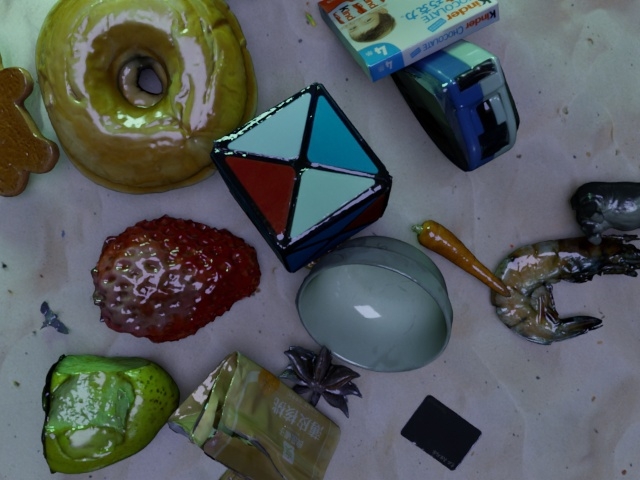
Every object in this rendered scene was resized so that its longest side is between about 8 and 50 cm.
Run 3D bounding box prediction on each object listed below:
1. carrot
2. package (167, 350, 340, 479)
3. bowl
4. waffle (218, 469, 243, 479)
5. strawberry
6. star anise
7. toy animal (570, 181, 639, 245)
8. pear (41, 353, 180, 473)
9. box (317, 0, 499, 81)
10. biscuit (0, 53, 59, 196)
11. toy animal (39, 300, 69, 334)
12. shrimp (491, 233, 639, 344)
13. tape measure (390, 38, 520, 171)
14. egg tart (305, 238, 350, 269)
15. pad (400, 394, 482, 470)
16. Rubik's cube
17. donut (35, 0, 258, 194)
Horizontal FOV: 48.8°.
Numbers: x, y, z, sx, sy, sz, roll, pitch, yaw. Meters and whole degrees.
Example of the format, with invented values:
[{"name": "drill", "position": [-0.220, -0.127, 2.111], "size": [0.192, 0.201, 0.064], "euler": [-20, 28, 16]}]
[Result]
[{"name": "carrot", "position": [0.305, 0.035, 1.496], "size": [0.257, 0.061, 0.061], "euler": [34, 91, 0]}, {"name": "package", "position": [-0.114, 0.404, 1.402], "size": [0.221, 0.165, 0.311], "euler": [-45, 118, 0]}, {"name": "bowl", "position": [0.121, 0.112, 1.412], "size": [0.307, 0.163, 0.307], "euler": [13, 132, 14]}, {"name": "waffle", "position": [-0.201, 0.563, 1.527], "size": [0.092, 0.021, 0.135], "euler": [43, 91, -5]}, {"name": "strawberry", "position": [-0.289, 0.077, 1.421], "size": [0.336, 0.149, 0.265], "euler": [-10, 93, -5]}, {"name": "star anise", "position": [0.006, 0.287, 1.480], "size": [0.205, 0.061, 0.180], "euler": [34, 130, -7]}, {"name": "toy animal", "position": [0.704, -0.075, 1.483], "size": [0.343, 0.168, 0.106], "euler": [-10, 130, -5]}, {"name": "pear", "position": [-0.418, 0.362, 1.428], "size": [0.256, 0.164, 0.238], "euler": [3, 93, -7]}, {"name": "box", "position": [0.164, -0.450, 1.381], "size": [0.273, 0.265, 0.048], "euler": [-27, 140, -3]}, {"name": "biscuit", "position": [-0.627, -0.261, 1.385], "size": [0.205, 0.049, 0.324], "euler": [-27, 94, 25]}, {"name": "toy animal", "position": [-0.564, 0.170, 1.465], "size": [0.050, 0.028, 0.084], "euler": [-35, 95, -10]}, {"name": "shrimp", "position": [0.551, 0.105, 1.527], "size": [0.365, 0.071, 0.233], "euler": [-6, 98, 0]}, {"name": "tape measure", "position": [0.272, -0.268, 1.378], "size": [0.138, 0.259, 0.262], "euler": [-35, 123, 3]}, {"name": "egg tart", "position": [0.000, 0.000, 1.484], "size": [0.130, 0.052, 0.130], "euler": [0, 95, -3]}, {"name": "pad", "position": [0.268, 0.427, 1.560], "size": [0.157, 0.003, 0.112], "euler": [36, 91, -6]}, {"name": "Rubik's cube", "position": [-0.032, -0.110, 1.347], "size": [0.248, 0.246, 0.250], "euler": [-34, 79, -6]}, {"name": "donut", "position": [-0.338, -0.309, 1.365], "size": [0.449, 0.198, 0.448], "euler": [0, 95, -1]}]
